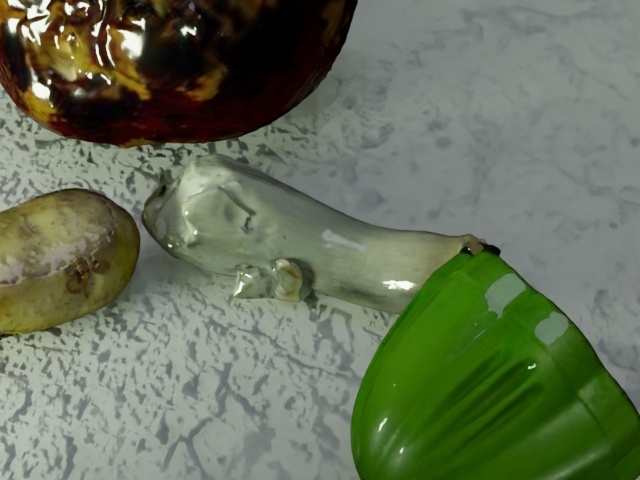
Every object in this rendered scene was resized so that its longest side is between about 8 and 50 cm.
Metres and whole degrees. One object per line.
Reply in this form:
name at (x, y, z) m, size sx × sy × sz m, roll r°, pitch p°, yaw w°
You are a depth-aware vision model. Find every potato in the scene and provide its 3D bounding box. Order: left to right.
potato at (-0.212, 0.020, 0.908) m, size 0.170 × 0.080 × 0.107 m, roll -23°, pitch 42°, yaw -27°

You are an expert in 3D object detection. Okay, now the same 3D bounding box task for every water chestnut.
water chestnut at (-0.133, -0.230, 1.002) m, size 0.335 × 0.335 × 0.347 m, roll 5°, pitch 8°, yaw 2°

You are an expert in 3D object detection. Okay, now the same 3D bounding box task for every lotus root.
lotus root at (0.083, 0.121, 0.774) m, size 0.186 × 0.186 × 0.186 m, roll 1°, pitch 44°, yaw -1°

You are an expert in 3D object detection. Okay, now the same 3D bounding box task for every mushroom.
mushroom at (-0.001, 0.001, 0.929) m, size 0.278 × 0.096 × 0.099 m, roll 17°, pitch 46°, yaw 9°
